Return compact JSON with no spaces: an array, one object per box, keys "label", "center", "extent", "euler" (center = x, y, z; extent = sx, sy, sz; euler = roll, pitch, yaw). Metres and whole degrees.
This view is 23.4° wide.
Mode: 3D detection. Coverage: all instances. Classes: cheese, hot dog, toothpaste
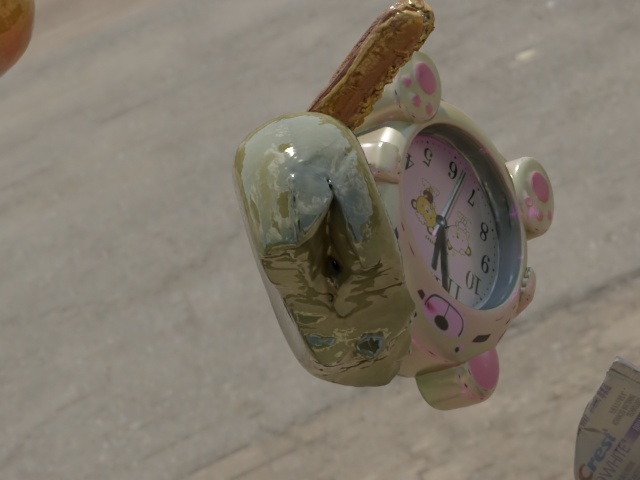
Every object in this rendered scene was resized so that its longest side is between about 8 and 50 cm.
[{"label":"cheese","center":[0.000,0.000,1.000],"extent":[0.091,0.175,0.202],"euler":[-20,-18,-2]},{"label":"hot dog","center":[0.040,-0.145,1.369],"extent":[0.165,0.045,0.071],"euler":[-52,-3,26]},{"label":"toothpaste","center":[0.291,0.198,1.454],"extent":[0.099,0.282,0.068],"euler":[4,61,-4]}]

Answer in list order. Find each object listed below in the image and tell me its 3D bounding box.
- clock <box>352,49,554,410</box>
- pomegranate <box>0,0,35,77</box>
[{"label":"clock","center":[0.110,-0.007,1.573],"extent":[0.114,0.284,0.309],"euler":[-18,46,38]},{"label":"pomegranate","center":[-0.381,-0.225,1.492],"extent":[0.209,0.209,0.209],"euler":[-21,18,7]}]
